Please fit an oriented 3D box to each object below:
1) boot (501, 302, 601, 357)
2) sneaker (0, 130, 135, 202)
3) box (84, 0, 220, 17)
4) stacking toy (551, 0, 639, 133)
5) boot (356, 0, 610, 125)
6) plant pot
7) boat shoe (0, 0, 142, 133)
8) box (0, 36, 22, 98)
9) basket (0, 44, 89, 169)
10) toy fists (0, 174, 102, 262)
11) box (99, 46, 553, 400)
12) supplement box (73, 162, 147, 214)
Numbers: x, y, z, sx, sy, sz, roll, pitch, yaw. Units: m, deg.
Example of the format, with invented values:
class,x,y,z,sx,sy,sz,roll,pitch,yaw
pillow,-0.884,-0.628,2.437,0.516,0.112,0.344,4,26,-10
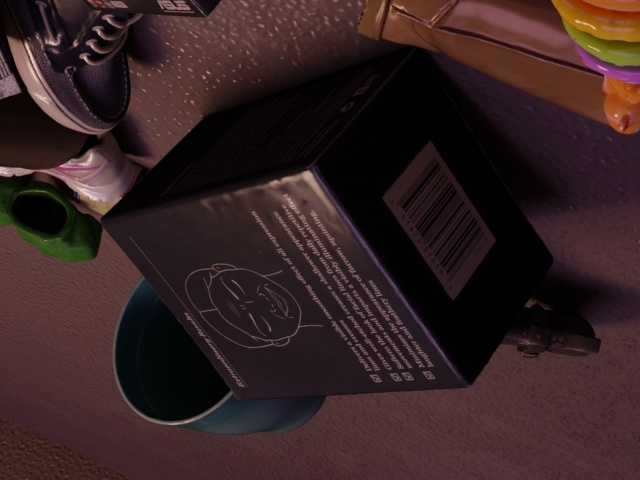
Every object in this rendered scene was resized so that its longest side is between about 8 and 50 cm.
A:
class,x,y,z,sx,sy,sz,roll,pitch,yaw
boot,0.217,0.105,1.583,0.229,0.091,0.263,7,-172,-10
sneaker,-0.367,-0.142,1.636,0.252,0.103,0.111,15,148,4
box,-0.194,-0.272,1.053,0.183,0.056,0.231,43,165,-34
stacking toy,0.240,-0.183,0.948,0.165,0.175,0.302,13,148,22
boot,0.181,-0.214,1.071,0.269,0.089,0.236,20,156,2
plant pot,-0.119,0.167,1.834,0.271,0.272,0.255,3,162,36
boat shoe,-0.244,-0.232,1.314,0.158,0.127,0.340,13,148,27
box,-0.425,-0.258,1.268,0.163,0.142,0.247,84,161,-60
basket,-0.418,-0.160,1.450,0.204,0.154,0.227,18,-168,27
toy fists,-0.444,-0.056,1.816,0.279,0.096,0.142,26,164,14
box,0.000,0.000,1.384,0.395,0.212,0.293,-11,122,48
supplement box,-0.292,-0.076,1.726,0.083,0.056,0.083,25,154,-2
